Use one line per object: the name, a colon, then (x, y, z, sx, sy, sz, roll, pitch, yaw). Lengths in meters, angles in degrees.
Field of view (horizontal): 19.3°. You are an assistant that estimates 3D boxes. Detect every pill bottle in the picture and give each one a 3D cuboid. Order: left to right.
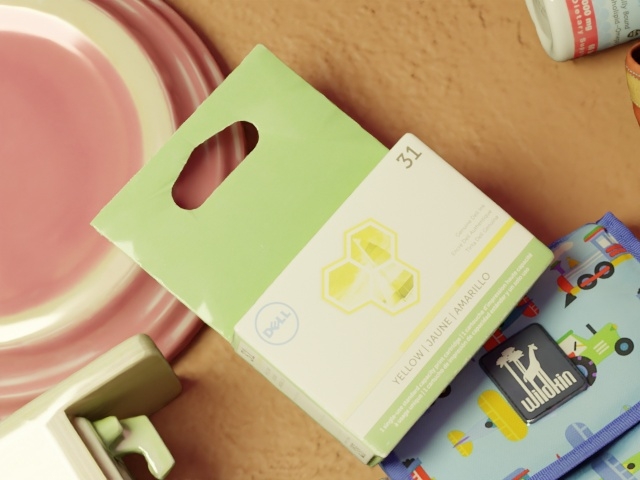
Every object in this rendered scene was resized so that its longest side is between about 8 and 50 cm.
pill bottle: (0.217, -0.181, 1.243, 0.160, 0.087, 0.087, -18, 76, 0)

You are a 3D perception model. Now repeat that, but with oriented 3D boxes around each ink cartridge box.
ink cartridge box: (0.000, 0.000, 1.157, 0.235, 0.056, 0.171, 41, 74, 4)

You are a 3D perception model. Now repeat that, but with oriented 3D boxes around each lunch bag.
lunch bag: (0.169, 0.132, 1.165, 0.221, 0.138, 0.293, -37, 61, -5)

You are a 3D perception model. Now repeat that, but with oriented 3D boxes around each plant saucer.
plant saucer: (-0.213, -0.043, 1.236, 0.332, 0.084, 0.332, -1, 77, 2)

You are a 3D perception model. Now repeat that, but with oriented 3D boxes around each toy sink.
toy sink: (-0.161, 0.184, 1.142, 0.234, 0.153, 0.131, -34, 77, -6)

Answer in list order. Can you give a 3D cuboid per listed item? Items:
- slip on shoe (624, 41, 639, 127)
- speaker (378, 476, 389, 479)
slip on shoe: (0.338, -0.152, 1.169, 0.331, 0.123, 0.101, -30, 115, 16)
speaker: (0.058, 0.208, 1.113, 0.055, 0.055, 0.136, -37, 78, -6)
